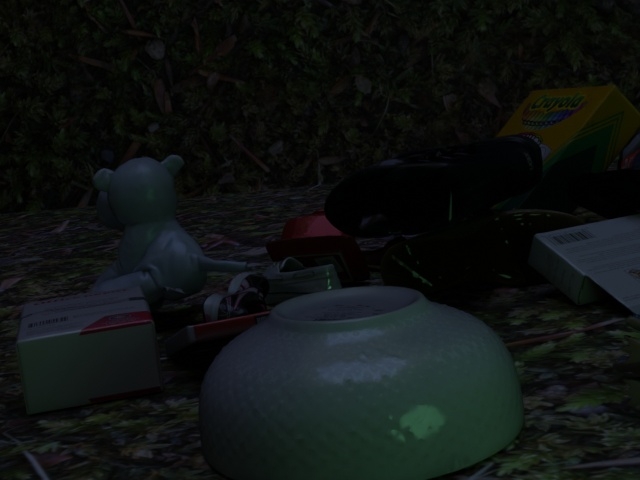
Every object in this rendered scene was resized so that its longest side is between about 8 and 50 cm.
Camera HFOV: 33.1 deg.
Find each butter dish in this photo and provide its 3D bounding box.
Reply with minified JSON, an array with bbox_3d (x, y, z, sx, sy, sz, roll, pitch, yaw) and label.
[{"bbox_3d":[0.000,0.000,1.868,0.160,0.118,0.160,-4,-32,14],"label":"butter dish"}]

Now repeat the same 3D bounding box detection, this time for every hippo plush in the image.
[{"bbox_3d":[-0.300,-0.003,1.720,0.234,0.236,0.294,-22,-1,-22],"label":"hippo plush"}]

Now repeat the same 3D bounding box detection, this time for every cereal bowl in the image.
[{"bbox_3d":[0.037,0.131,1.115,0.339,0.141,0.339,-5,9,1],"label":"cereal bowl"}]

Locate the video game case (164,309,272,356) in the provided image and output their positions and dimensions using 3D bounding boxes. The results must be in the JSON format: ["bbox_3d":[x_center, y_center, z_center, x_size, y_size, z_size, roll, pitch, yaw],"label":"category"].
[{"bbox_3d":[-0.060,0.113,1.476,0.285,0.025,0.204,-10,-8,-18],"label":"video game case"}]

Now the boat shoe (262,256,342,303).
[{"bbox_3d":[-0.049,0.064,1.797,0.226,0.075,0.083,1,11,40],"label":"boat shoe"}]

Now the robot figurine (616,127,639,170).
[{"bbox_3d":[0.707,-0.175,2.060,0.300,0.353,0.199,8,39,-32],"label":"robot figurine"}]

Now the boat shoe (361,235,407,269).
[{"bbox_3d":[0.147,0.020,1.976,0.178,0.060,0.064,-2,10,27],"label":"boat shoe"}]

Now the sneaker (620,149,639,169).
[{"bbox_3d":[0.691,-0.104,1.929,0.350,0.131,0.148,15,-7,-25],"label":"sneaker"}]

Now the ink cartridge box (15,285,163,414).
[{"bbox_3d":[-0.310,0.139,1.437,0.172,0.100,0.237,-9,10,-12],"label":"ink cartridge box"}]

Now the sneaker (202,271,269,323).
[{"bbox_3d":[-0.113,0.104,1.680,0.077,0.072,0.178,9,22,19],"label":"sneaker"}]

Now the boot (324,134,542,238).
[{"bbox_3d":[0.134,-0.065,1.755,0.367,0.146,0.445,-20,3,30],"label":"boot"}]

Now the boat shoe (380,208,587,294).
[{"bbox_3d":[0.266,0.011,1.756,0.341,0.121,0.110,-7,10,6],"label":"boat shoe"}]

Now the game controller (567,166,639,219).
[{"bbox_3d":[0.554,-0.061,1.792,0.166,0.067,0.319,-20,-26,41],"label":"game controller"}]

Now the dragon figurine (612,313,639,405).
[{"bbox_3d":[0.399,0.122,1.070,0.144,0.085,0.289,-15,11,-40],"label":"dragon figurine"}]

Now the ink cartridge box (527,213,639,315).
[{"bbox_3d":[0.488,0.046,1.585,0.275,0.060,0.239,-10,34,-25],"label":"ink cartridge box"}]

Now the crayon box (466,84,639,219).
[{"bbox_3d":[0.443,-0.161,2.182,0.313,0.106,0.363,-52,15,-4],"label":"crayon box"}]
